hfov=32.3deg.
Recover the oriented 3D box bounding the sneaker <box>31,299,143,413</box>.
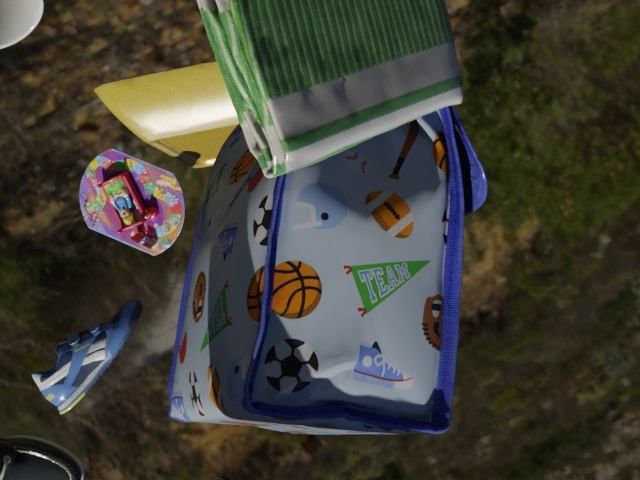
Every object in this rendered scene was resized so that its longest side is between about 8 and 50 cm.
[{"bbox_3d":[-0.245,0.114,1.170,0.144,0.059,0.053,-50,-177,-9],"label":"sneaker"}]

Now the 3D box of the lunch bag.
[{"bbox_3d":[0.000,0.000,1.126,0.239,0.385,0.328,9,166,-21],"label":"lunch bag"}]

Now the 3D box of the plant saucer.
[{"bbox_3d":[-0.107,-0.177,1.575,0.333,0.080,0.333,-10,172,10],"label":"plant saucer"}]

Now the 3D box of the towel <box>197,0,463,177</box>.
[{"bbox_3d":[-0.016,-0.225,0.775,0.038,0.324,0.248,-17,-174,44],"label":"towel"}]

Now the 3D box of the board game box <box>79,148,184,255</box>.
[{"bbox_3d":[-0.280,-0.052,1.597,0.169,0.133,0.033,23,-158,9],"label":"board game box"}]

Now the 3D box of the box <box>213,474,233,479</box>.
[{"bbox_3d":[-0.064,0.324,0.870,0.175,0.220,0.051,-43,-179,-15],"label":"box"}]

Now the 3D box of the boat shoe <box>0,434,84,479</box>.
[{"bbox_3d":[-0.497,0.334,1.599,0.303,0.114,0.091,7,179,-6],"label":"boat shoe"}]

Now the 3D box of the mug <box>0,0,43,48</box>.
[{"bbox_3d":[-0.408,-0.308,1.237,0.150,0.169,0.113,-17,151,-19],"label":"mug"}]
